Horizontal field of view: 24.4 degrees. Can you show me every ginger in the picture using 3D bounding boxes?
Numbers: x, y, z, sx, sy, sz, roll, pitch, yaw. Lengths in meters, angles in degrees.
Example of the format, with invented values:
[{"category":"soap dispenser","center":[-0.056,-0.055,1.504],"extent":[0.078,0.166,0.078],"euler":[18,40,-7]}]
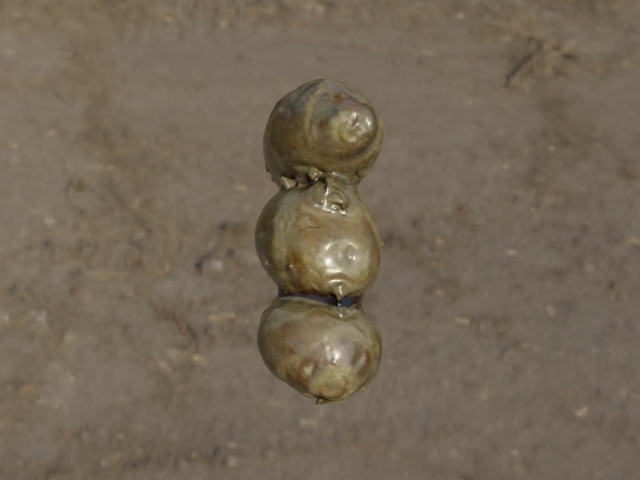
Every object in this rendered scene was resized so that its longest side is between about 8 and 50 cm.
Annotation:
[{"category":"ginger","center":[0.000,0.000,0.921],"extent":[0.080,0.204,0.104],"euler":[5,-10,-18]}]
